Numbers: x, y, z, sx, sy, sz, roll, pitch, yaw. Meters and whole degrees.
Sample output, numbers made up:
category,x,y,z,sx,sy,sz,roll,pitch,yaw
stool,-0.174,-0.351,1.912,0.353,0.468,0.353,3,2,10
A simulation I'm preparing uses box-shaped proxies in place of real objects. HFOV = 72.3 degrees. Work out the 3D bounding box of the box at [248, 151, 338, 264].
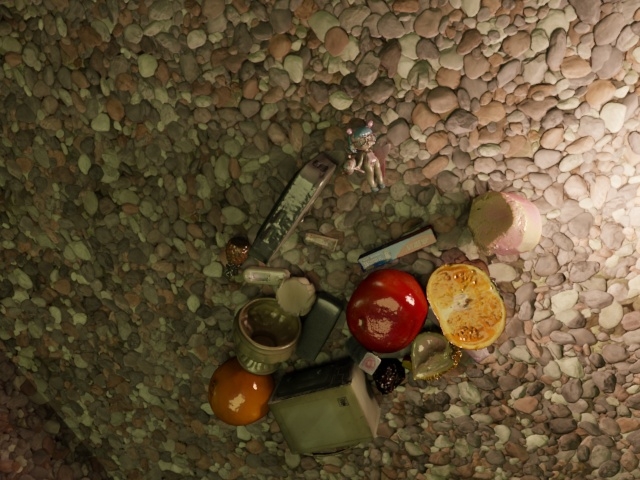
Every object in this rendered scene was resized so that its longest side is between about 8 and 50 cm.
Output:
category,x,y,z,sx,sy,sz,roll,pitch,yaw
box,-0.094,-0.129,1.617,0.111,0.396,0.397,35,110,-2

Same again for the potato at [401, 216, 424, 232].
category,x,y,z,sx,sy,sz,roll,pitch,yaw
potato,0.361,-0.061,1.730,0.093,0.036,0.037,-29,62,2

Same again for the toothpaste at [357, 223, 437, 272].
category,x,y,z,sx,sy,sz,roll,pitch,yaw
toothpaste,0.304,0.034,1.746,0.320,0.076,0.066,-26,97,18

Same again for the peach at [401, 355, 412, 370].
category,x,y,z,sx,sy,sz,roll,pitch,yaw
peach,0.397,0.529,1.896,0.083,0.050,0.077,20,134,16

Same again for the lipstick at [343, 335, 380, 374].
category,x,y,z,sx,sy,sz,roll,pitch,yaw
lipstick,0.167,0.465,1.806,0.077,0.289,0.076,34,87,-7

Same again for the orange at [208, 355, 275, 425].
category,x,y,z,sx,sy,sz,roll,pitch,yaw
orange,-0.355,0.677,1.987,0.312,0.312,0.312,4,108,12

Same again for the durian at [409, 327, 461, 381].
category,x,y,z,sx,sy,sz,roll,pitch,yaw
durian,0.479,0.464,1.809,0.137,0.183,0.250,6,135,-32

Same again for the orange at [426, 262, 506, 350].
category,x,y,z,sx,sy,sz,roll,pitch,yaw
orange,0.553,0.249,1.668,0.274,0.274,0.310,-41,50,21

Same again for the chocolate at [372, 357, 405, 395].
category,x,y,z,sx,sy,sz,roll,pitch,yaw
chocolate,0.290,0.609,1.904,0.156,0.133,0.156,4,111,12

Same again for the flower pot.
category,x,y,z,sx,sy,sz,roll,pitch,yaw
flower pot,-0.243,0.422,1.893,0.307,0.307,0.244,25,127,4

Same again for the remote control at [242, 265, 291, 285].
category,x,y,z,sx,sy,sz,roll,pitch,yaw
remote control,-0.237,0.158,1.928,0.221,0.042,0.078,4,107,10

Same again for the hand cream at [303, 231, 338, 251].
category,x,y,z,sx,sy,sz,roll,pitch,yaw
hand cream,0.000,0.000,1.832,0.143,0.039,0.061,17,104,-3

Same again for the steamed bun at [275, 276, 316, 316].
category,x,y,z,sx,sy,sz,roll,pitch,yaw
steamed bun,-0.100,0.236,1.864,0.182,0.106,0.183,0,89,23

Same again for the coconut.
category,x,y,z,sx,sy,sz,roll,pitch,yaw
coconut,0.652,-0.056,1.558,0.233,0.245,0.233,-5,82,45

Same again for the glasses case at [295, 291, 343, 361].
category,x,y,z,sx,sy,sz,roll,pitch,yaw
glasses case,-0.016,0.384,1.932,0.131,0.074,0.323,27,111,2

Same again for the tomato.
category,x,y,z,sx,sy,sz,roll,pitch,yaw
tomato,0.264,0.277,1.727,0.289,0.293,0.325,27,104,21

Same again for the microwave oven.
category,x,y,z,sx,sy,sz,roll,pitch,yaw
microwave oven,0.028,0.729,1.942,0.394,0.247,0.333,-19,101,18

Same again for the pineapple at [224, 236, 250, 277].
category,x,y,z,sx,sy,sz,roll,pitch,yaw
pineapple,-0.375,0.081,1.911,0.108,0.108,0.198,26,122,4

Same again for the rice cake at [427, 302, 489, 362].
category,x,y,z,sx,sy,sz,roll,pitch,yaw
rice cake,0.552,0.370,1.808,0.365,0.056,0.073,43,109,-3

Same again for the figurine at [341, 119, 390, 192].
category,x,y,z,sx,sy,sz,roll,pitch,yaw
figurine,0.159,-0.304,1.651,0.205,0.103,0.260,-23,106,-7
